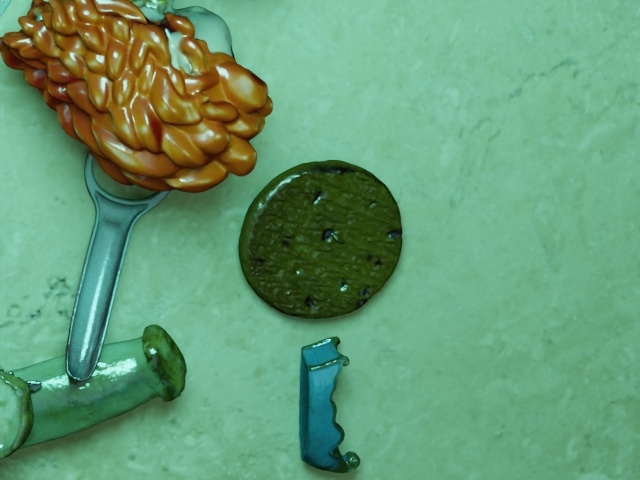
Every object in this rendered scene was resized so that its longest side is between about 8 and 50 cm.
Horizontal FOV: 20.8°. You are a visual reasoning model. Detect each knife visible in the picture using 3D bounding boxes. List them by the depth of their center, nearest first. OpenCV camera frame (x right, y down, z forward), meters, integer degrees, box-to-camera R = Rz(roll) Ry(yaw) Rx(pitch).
[{"bbox_3d":[-0.239,0.027,2.005,0.123,0.053,0.278,15,89,-14],"label":"knife"}]

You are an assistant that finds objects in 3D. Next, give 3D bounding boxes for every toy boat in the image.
[{"bbox_3d":[0.015,0.213,2.180,0.077,0.075,0.185,-3,115,-11],"label":"toy boat"}]

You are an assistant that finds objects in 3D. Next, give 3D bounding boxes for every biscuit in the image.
[{"bbox_3d":[0.000,0.000,2.111,0.212,0.036,0.212,-7,112,-17],"label":"biscuit"}]

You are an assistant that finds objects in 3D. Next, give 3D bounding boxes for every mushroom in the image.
[{"bbox_3d":[-0.309,0.182,2.043,0.312,0.081,0.100,-17,104,-10],"label":"mushroom"}]

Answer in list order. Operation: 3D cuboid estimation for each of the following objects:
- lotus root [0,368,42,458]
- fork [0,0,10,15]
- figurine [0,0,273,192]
[{"bbox_3d":[-0.449,0.177,1.944,0.261,0.074,0.170,19,93,-9],"label":"lotus root"},{"bbox_3d":[-0.369,-0.220,1.893,0.016,0.012,0.115,33,95,-35],"label":"fork"},{"bbox_3d":[-0.170,-0.262,1.845,0.306,0.241,0.411,17,88,-34],"label":"figurine"}]
